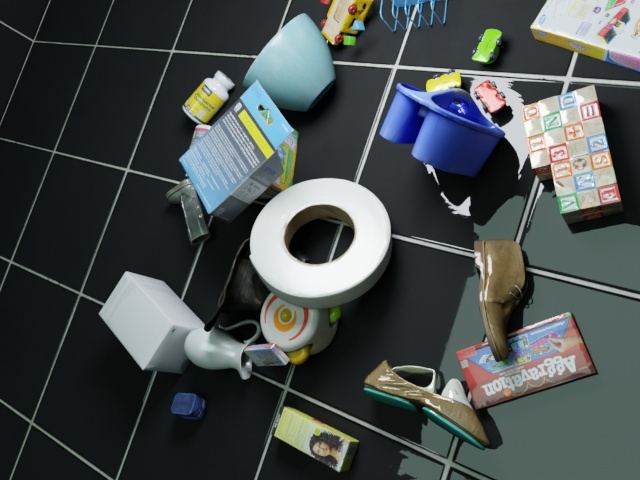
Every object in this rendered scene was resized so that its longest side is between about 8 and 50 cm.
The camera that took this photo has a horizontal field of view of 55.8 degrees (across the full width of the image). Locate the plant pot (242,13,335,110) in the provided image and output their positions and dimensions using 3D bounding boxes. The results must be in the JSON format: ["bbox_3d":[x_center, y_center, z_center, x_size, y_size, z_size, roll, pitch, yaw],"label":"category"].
[{"bbox_3d":[-0.069,-0.511,1.849,0.195,0.290,0.290,43,101,-3],"label":"plant pot"}]

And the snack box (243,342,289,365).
[{"bbox_3d":[-0.151,0.317,1.667,0.022,0.064,0.178,-45,13,-31],"label":"snack box"}]

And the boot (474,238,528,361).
[{"bbox_3d":[0.430,0.132,1.418,0.115,0.112,0.305,-6,62,18],"label":"boot"}]

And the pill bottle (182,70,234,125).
[{"bbox_3d":[-0.388,-0.499,2.112,0.184,0.103,0.103,-46,58,12],"label":"pill bottle"}]

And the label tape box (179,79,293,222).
[{"bbox_3d":[-0.220,-0.249,1.718,0.334,0.106,0.240,-41,58,14],"label":"label tape box"}]

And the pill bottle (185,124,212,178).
[{"bbox_3d":[-0.393,-0.290,2.049,0.108,0.108,0.180,9,81,33],"label":"pill bottle"}]

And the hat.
[{"bbox_3d":[-0.216,0.145,1.759,0.134,0.331,0.331,25,89,-5],"label":"hat"}]

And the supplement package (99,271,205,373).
[{"bbox_3d":[-0.529,0.262,1.920,0.293,0.177,0.175,37,96,34],"label":"supplement package"}]

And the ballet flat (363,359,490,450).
[{"bbox_3d":[0.266,0.377,1.463,0.342,0.116,0.124,17,65,37],"label":"ballet flat"}]

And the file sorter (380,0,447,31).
[{"bbox_3d":[0.272,-0.687,1.765,0.170,0.118,0.104,3,80,32],"label":"file sorter"}]

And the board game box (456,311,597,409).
[{"bbox_3d":[0.470,0.282,1.402,0.281,0.027,0.145,-26,64,22],"label":"board game box"}]

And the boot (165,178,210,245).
[{"bbox_3d":[-0.446,-0.084,2.043,0.190,0.076,0.208,-29,81,54],"label":"boot"}]

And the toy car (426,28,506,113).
[{"bbox_3d":[0.431,-0.461,1.638,0.239,0.053,0.225,26,89,33],"label":"toy car"}]

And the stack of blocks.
[{"bbox_3d":[0.595,-0.197,1.437,0.171,0.087,0.297,-14,69,27],"label":"stack of blocks"}]

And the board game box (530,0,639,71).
[{"bbox_3d":[0.725,-0.569,1.486,0.317,0.064,0.242,35,94,34],"label":"board game box"}]

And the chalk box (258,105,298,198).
[{"bbox_3d":[-0.191,-0.291,1.884,0.179,0.180,0.288,-1,76,31],"label":"chalk box"}]

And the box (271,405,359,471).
[{"bbox_3d":[-0.018,0.522,1.604,0.232,0.058,0.087,15,83,34],"label":"box"}]

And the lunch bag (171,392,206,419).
[{"bbox_3d":[-0.393,0.504,1.832,0.098,0.065,0.067,-3,58,32],"label":"lunch bag"}]

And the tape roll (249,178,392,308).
[{"bbox_3d":[0.000,0.000,1.651,0.392,0.072,0.392,-5,57,7],"label":"tape roll"}]

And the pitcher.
[{"bbox_3d":[-0.287,0.306,1.806,0.207,0.125,0.177,11,64,22],"label":"pitcher"}]

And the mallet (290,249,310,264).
[{"bbox_3d":[-0.106,0.111,1.799,0.189,0.039,0.062,-52,58,12],"label":"mallet"}]

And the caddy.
[{"bbox_3d":[0.310,-0.292,1.503,0.241,0.341,0.179,41,115,33],"label":"caddy"}]

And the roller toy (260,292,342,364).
[{"bbox_3d":[-0.064,0.219,1.671,0.191,0.146,0.209,30,92,34],"label":"roller toy"}]

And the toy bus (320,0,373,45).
[{"bbox_3d":[0.083,-0.689,1.885,0.202,0.104,0.190,3,97,51],"label":"toy bus"}]
